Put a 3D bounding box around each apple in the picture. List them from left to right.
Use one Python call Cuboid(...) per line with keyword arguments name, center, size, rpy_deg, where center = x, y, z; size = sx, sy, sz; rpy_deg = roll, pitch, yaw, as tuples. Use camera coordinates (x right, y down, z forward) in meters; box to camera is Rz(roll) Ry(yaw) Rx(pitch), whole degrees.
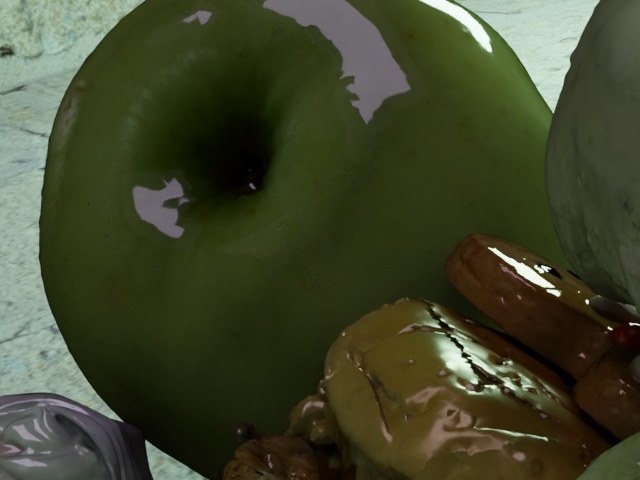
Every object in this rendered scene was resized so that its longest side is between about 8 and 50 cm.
Cuboid(name="apple", center=(0.000, 0.000, 1.014), size=(0.357, 0.357, 0.357), rpy_deg=(-11, 17, 3))

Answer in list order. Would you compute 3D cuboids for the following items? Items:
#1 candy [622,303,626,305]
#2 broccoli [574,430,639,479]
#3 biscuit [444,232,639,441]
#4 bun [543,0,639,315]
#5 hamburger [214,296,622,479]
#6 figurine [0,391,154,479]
Cuboid(name="candy", center=(0.223, 0.045, 1.175), size=(0.124, 0.124, 0.365), rpy_deg=(-12, 25, 0))
Cuboid(name="broccoli", center=(0.134, 0.189, 0.419), size=(0.348, 0.280, 0.293), rpy_deg=(-24, 9, -32))
Cuboid(name="biscuit", center=(0.192, 0.086, 0.756), size=(0.324, 0.049, 0.205), rpy_deg=(37, 11, 30))
Cuboid(name="bun", center=(0.276, -0.022, 0.706), size=(0.360, 0.211, 0.359), rpy_deg=(4, 32, -3))
Cuboid(name="hamburger", center=(0.078, 0.134, 0.743), size=(0.163, 0.244, 0.244), rpy_deg=(-49, 10, 15))
Cuboid(name="figurine", center=(-0.207, 0.187, 0.868), size=(0.276, 0.200, 0.133), rpy_deg=(-39, -13, -13))
